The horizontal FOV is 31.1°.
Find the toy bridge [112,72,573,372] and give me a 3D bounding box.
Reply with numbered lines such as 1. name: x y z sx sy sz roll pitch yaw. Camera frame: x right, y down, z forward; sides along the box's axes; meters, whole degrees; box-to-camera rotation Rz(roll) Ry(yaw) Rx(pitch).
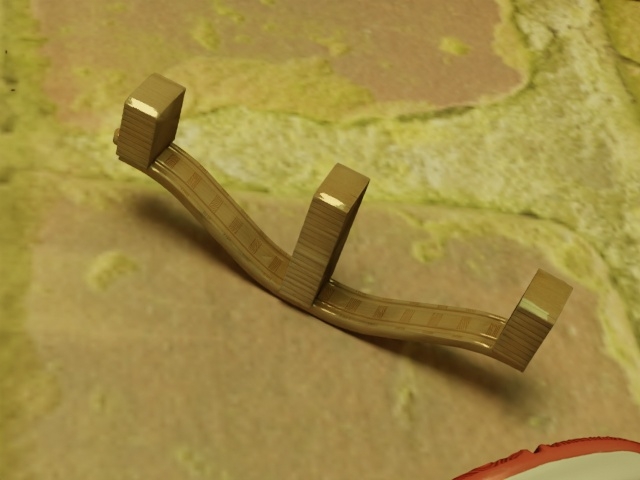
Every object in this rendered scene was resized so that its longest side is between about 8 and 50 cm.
1. toy bridge: 0.000 0.000 0.453 0.188 0.063 0.026 27 46 7

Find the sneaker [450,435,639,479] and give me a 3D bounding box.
1. sneaker: 0.029 0.148 0.325 0.221 0.087 0.128 -20 64 -17
